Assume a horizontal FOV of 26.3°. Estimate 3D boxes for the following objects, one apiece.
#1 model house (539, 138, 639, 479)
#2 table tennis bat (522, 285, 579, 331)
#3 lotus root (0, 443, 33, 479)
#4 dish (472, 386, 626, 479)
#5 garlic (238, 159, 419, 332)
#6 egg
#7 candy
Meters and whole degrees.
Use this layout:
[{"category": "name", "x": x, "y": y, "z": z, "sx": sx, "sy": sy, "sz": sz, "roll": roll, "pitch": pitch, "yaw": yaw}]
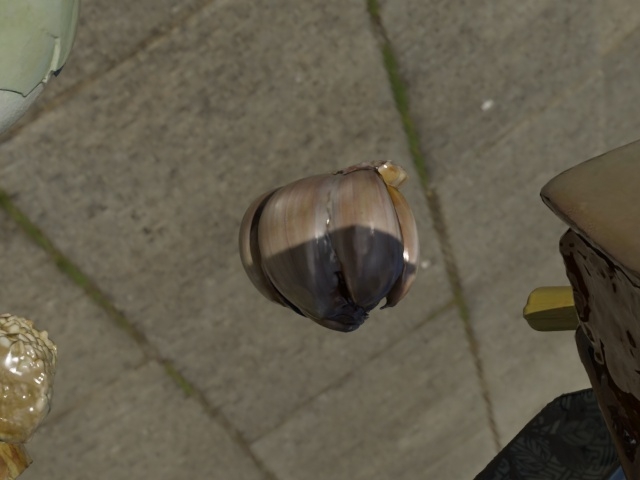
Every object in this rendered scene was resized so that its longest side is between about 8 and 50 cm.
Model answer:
[{"category": "model house", "x": 0.259, "y": 0.062, "z": 0.781, "sx": 0.199, "sy": 0.219, "sz": 0.229, "roll": -17, "pitch": 122, "yaw": 0}, {"category": "table tennis bat", "x": 0.333, "y": 0.063, "z": 1.401, "sx": 0.198, "sy": 0.050, "sz": 0.321, "roll": -13, "pitch": -177, "yaw": -37}, {"category": "lotus root", "x": -0.447, "y": 0.277, "z": 1.816, "sx": 0.095, "sy": 0.135, "sz": 0.159, "roll": -32, "pitch": -160, "yaw": -24}, {"category": "dish", "x": 0.180, "y": 0.198, "z": 0.999, "sx": 0.243, "sy": 0.080, "sz": 0.182, "roll": -38, "pitch": -173, "yaw": -32}, {"category": "garlic", "x": 0.000, "y": 0.000, "z": 1.524, "sx": 0.214, "sy": 0.191, "sz": 0.160, "roll": -4, "pitch": 159, "yaw": 14}, {"category": "egg", "x": -0.397, "y": -0.252, "z": 1.466, "sx": 0.278, "sy": 0.278, "sz": 0.336, "roll": -12, "pitch": 115, "yaw": -39}, {"category": "candy", "x": -0.259, "y": 0.114, "z": 1.133, "sx": 0.110, "sy": 0.085, "sz": 0.095, "roll": -121, "pitch": -135, "yaw": -83}]
